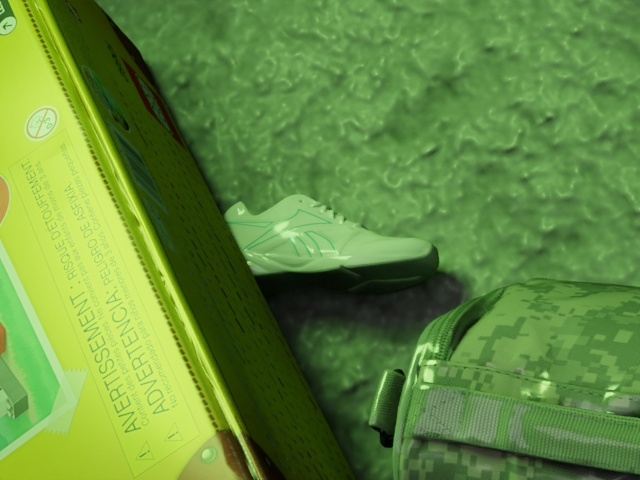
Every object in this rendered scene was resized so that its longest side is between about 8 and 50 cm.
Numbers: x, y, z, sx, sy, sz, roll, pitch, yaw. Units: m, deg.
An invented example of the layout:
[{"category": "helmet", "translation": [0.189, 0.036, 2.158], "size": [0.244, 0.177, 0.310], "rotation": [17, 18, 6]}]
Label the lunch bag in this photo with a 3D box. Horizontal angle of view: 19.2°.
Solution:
[{"category": "lunch bag", "translation": [0.199, 0.133, 0.933], "size": [0.305, 0.256, 0.212], "rotation": [8, 75, 22]}]

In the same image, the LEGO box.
[{"category": "LEGO box", "translation": [-0.219, 0.101, 1.081], "size": [0.372, 0.193, 0.500], "rotation": [-34, 52, 8]}]

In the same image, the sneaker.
[{"category": "sneaker", "translation": [0.000, 0.000, 1.168], "size": [0.152, 0.053, 0.061], "rotation": [0, 69, 21]}]
